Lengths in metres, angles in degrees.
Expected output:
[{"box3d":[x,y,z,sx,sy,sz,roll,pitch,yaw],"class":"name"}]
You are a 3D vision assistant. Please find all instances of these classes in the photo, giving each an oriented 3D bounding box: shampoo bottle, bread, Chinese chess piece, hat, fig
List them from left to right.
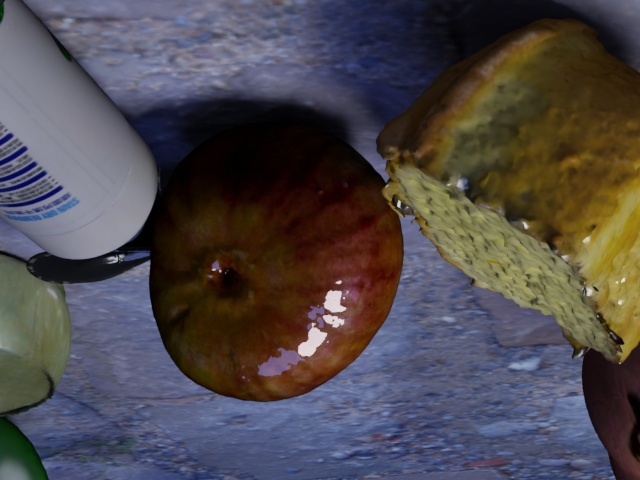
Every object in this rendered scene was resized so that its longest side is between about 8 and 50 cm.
[{"box3d":[-0.273,0.065,1.233,0.188,0.083,0.188,2,157,1],"class":"Chinese chess piece"},{"box3d":[-0.158,-0.063,0.895,0.092,0.092,0.303,-7,158,15],"class":"shampoo bottle"},{"box3d":[-0.127,-0.006,1.082,0.121,0.050,0.121,-11,174,-1],"class":"hat"},{"box3d":[-0.021,-0.006,1.006,0.148,0.202,0.149,1,133,13],"class":"fig"},{"box3d":[0.132,-0.029,0.910,0.143,0.139,0.229,38,175,23],"class":"bread"}]

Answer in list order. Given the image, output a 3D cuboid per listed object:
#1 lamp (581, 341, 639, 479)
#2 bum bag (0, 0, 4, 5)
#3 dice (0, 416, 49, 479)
[{"box3d":[0.324,0.088,1.105,0.305,0.239,0.305,21,133,25],"class":"lamp"},{"box3d":[-0.234,-0.165,0.645,0.310,0.074,0.137,10,126,-32],"class":"bum bag"},{"box3d":[-0.430,0.291,1.521,0.297,0.287,0.300,-11,158,31],"class":"dice"}]
